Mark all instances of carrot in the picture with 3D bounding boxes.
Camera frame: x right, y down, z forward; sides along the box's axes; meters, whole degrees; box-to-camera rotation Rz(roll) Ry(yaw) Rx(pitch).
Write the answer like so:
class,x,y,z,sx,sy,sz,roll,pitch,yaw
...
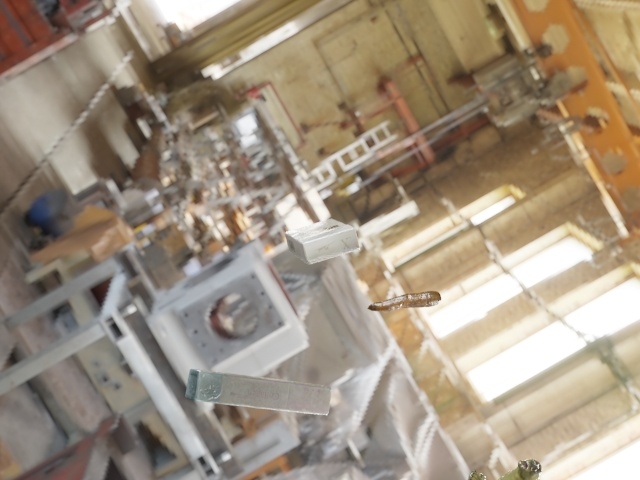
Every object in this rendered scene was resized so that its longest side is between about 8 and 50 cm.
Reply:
class,x,y,z,sx,sy,sz,roll,pitch,yaw
carrot,0.181,0.132,2.221,0.035,0.165,0.036,174,-90,-84

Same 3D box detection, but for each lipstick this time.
class,x,y,z,sx,sy,sz,roll,pitch,yaw
lipstick,-0.132,0.332,2.257,0.068,0.317,0.066,-3,-103,64

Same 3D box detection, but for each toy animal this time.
class,x,y,z,sx,sy,sz,roll,pitch,yaw
toy animal,0.269,0.402,1.523,0.103,0.101,0.219,-32,128,-63

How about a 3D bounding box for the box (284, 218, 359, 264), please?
class,x,y,z,sx,sy,sz,roll,pitch,yaw
box,0.000,0.001,1.595,0.154,0.084,0.040,-155,-129,-77
